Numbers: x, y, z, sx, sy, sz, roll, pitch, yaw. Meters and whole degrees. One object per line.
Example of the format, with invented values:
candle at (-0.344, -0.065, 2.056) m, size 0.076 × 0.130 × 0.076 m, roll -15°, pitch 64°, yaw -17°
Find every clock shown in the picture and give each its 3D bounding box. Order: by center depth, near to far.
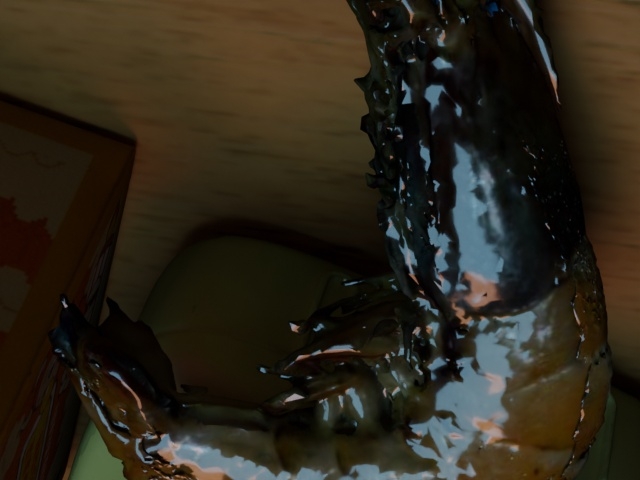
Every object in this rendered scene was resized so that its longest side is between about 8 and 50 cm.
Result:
clock at (0.000, 0.169, 0.889) m, size 0.286 × 0.117 × 0.348 m, roll 24°, pitch 138°, yaw -7°

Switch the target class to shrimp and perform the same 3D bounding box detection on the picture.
shrimp at (0.000, 0.000, 0.679) m, size 0.222 × 0.054 × 0.290 m, roll -6°, pitch 110°, yaw 1°

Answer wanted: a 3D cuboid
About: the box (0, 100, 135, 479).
box at (-0.255, 0.072, 0.810) m, size 0.260 × 0.214 × 0.283 m, roll 20°, pitch 138°, yaw 1°
